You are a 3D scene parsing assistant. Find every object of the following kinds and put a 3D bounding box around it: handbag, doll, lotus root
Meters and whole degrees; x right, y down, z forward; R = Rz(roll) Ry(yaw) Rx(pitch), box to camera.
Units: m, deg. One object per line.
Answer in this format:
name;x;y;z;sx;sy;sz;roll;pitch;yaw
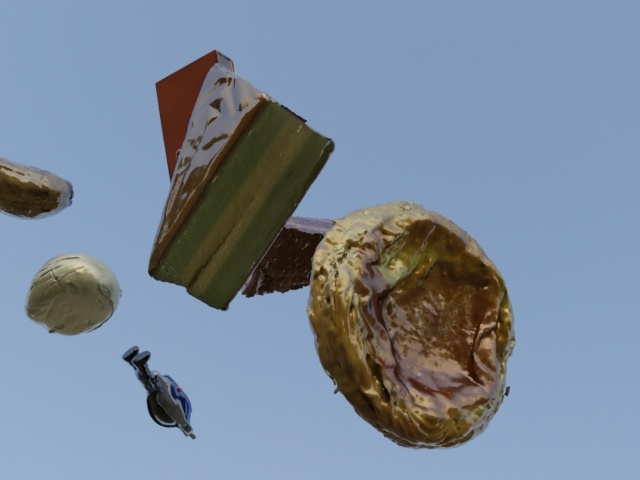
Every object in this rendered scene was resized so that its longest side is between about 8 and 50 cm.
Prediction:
handbag;-0.181;-0.180;1.306;0.127;0.063;0.190;-23;-114;25
doll;-0.260;0.261;1.415;0.070;0.096;0.195;-39;-64;-21
lotus root;-0.565;-0.098;1.501;0.258;0.097;0.110;19;-34;-24

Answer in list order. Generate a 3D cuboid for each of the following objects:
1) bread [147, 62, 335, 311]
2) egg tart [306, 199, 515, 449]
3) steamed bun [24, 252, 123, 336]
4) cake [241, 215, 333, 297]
bread;-0.067;-0.036;0.576;0.074;0.084;0.139;27;-82;-38
egg tart;0.110;0.113;1.144;0.352;0.352;0.150;47;-41;-8
steamed bun;-0.346;0.068;1.196;0.130;0.091;0.112;-30;-47;22
cake;0.000;0.000;1.310;0.295;0.116;0.112;-8;-62;-32
